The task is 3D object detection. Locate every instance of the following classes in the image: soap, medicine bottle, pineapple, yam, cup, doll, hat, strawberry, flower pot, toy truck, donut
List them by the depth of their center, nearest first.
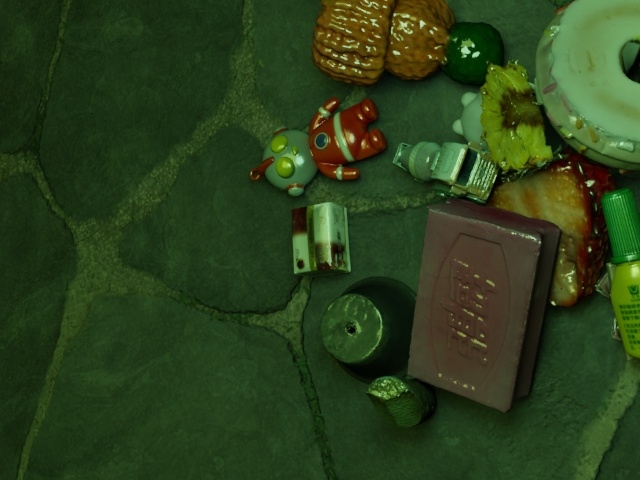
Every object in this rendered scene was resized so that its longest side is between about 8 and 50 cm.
[{"bbox_3d":[0.552,0.061,1.454,0.111,0.076,0.309,-14,96,33],"label":"medicine bottle"},{"bbox_3d":[0.568,-0.289,1.516,0.383,0.142,0.382,-1,65,2],"label":"donut"},{"bbox_3d":[0.346,-0.206,1.534,0.080,0.135,0.233,-5,65,-11],"label":"pineapple"},{"bbox_3d":[0.475,-0.043,1.588,0.280,0.150,0.253,56,137,16],"label":"strawberry"},{"bbox_3d":[0.304,0.120,1.595,0.233,0.128,0.359,17,113,31],"label":"soap"},{"bbox_3d":[0.163,0.315,1.638,0.106,0.259,0.106,-3,80,19],"label":"yam"},{"bbox_3d":[0.248,-0.149,1.682,0.257,0.140,0.108,-153,83,-73],"label":"toy truck"},{"bbox_3d":[0.360,-0.256,1.683,0.142,0.134,0.173,26,95,28],"label":"cup"},{"bbox_3d":[0.093,0.186,1.750,0.235,0.148,0.235,-4,82,26],"label":"flower pot"},{"bbox_3d":[0.186,-0.461,1.758,0.400,0.285,0.285,4,84,9],"label":"hat"},{"bbox_3d":[-0.018,-0.206,1.890,0.336,0.105,0.199,-20,75,23],"label":"doll"}]

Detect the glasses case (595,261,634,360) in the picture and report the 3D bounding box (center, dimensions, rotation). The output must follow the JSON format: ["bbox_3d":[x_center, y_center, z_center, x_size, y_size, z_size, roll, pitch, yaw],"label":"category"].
[{"bbox_3d":[0.566,0.122,1.539,0.102,0.070,0.193,-13,95,8],"label":"glasses case"}]

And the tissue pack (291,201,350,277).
[{"bbox_3d":[-0.001,0.000,1.853,0.106,0.099,0.148,-9,79,27],"label":"tissue pack"}]
